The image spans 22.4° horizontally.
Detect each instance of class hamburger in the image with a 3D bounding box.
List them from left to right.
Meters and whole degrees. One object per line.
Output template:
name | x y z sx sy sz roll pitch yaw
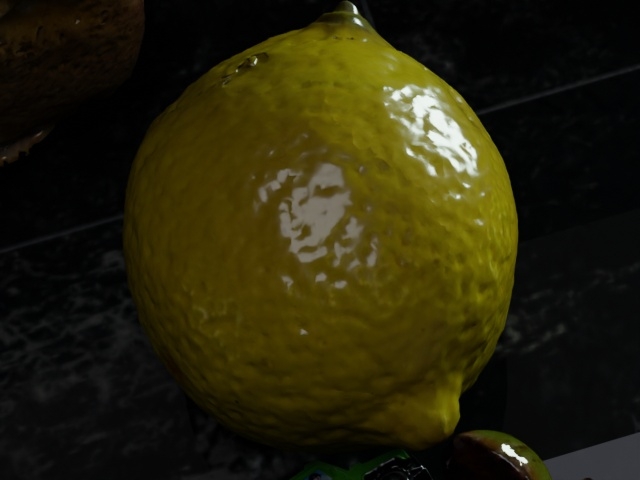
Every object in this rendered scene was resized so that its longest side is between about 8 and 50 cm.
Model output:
hamburger | -0.260 -0.163 1.039 0.260 0.245 0.211 -40 72 29

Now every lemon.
lemon | 0.001 0.007 0.927 0.228 0.228 0.254 -9 59 1

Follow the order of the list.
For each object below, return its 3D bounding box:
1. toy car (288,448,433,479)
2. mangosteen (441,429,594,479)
toy car | -0.009 0.176 0.936 0.165 0.071 0.062 -33 52 -10
mangosteen | 0.086 0.197 0.857 0.199 0.200 0.200 -2 65 4
